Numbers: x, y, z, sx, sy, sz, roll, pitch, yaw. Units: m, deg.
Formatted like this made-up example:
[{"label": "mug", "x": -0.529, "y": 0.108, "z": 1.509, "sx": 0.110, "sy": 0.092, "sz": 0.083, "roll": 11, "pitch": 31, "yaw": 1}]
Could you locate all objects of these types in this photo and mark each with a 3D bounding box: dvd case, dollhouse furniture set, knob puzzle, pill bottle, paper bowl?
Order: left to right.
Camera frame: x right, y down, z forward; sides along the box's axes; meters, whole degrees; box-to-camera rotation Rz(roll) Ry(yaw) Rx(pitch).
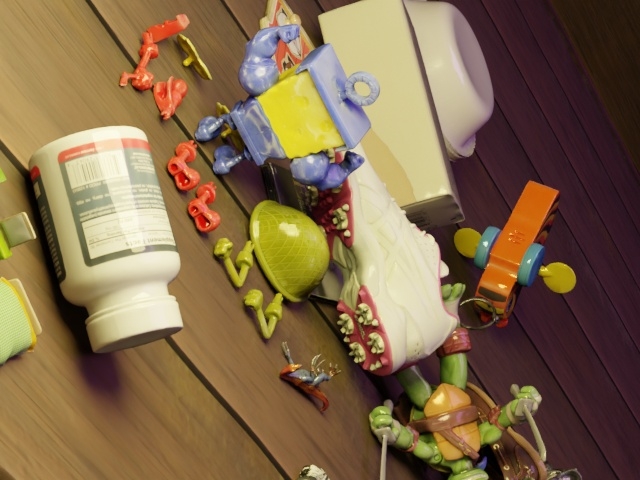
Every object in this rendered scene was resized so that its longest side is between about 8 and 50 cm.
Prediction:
[{"label": "dollhouse furniture set", "x": -0.252, "y": 0.020, "z": 1.186, "sx": 0.151, "sy": 0.058, "sz": 0.076, "roll": 67, "pitch": 22, "yaw": -6}, {"label": "pill bottle", "x": -0.181, "y": 0.001, "z": 1.309, "sx": 0.108, "sy": 0.108, "sz": 0.180, "roll": 6, "pitch": 66, "yaw": -67}, {"label": "knob puzzle", "x": -0.022, "y": -0.225, "z": 2.010, "sx": 0.213, "sy": 0.030, "sz": 0.213, "roll": 51, "pitch": 28, "yaw": -41}, {"label": "dvd case", "x": 0.000, "y": 0.000, "z": 1.880, "sx": 0.221, "sy": 0.018, "sz": 0.164, "roll": 19, "pitch": 54, "yaw": -64}, {"label": "paper bowl", "x": 0.172, "y": -0.258, "z": 2.357, "sx": 0.284, "sy": 0.148, "sz": 0.284, "roll": 52, "pitch": 27, "yaw": -41}]

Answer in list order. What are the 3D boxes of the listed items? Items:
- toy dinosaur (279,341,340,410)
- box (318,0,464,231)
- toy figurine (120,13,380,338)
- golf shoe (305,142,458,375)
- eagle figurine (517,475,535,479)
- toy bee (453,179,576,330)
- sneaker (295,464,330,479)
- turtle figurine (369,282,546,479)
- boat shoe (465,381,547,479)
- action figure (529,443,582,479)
[{"label": "toy dinosaur", "x": -0.014, "y": 0.155, "z": 1.681, "sx": 0.082, "sy": 0.047, "sz": 0.090, "roll": -13, "pitch": 94, "yaw": -51}, {"label": "box", "x": 0.100, "y": -0.172, "z": 2.102, "sx": 0.148, "sy": 0.121, "sz": 0.311, "roll": 49, "pitch": 27, "yaw": -69}, {"label": "toy figurine", "x": -0.025, "y": -0.100, "z": 1.626, "sx": 0.362, "sy": 0.217, "sz": 0.191, "roll": 62, "pitch": 23, "yaw": -16}, {"label": "golf shoe", "x": 0.074, "y": 0.004, "z": 1.820, "sx": 0.140, "sy": 0.115, "sz": 0.306, "roll": -15, "pitch": 91, "yaw": -26}, {"label": "eagle figurine", "x": 0.250, "y": 0.410, "z": 1.837, "sx": 0.298, "sy": 0.225, "sz": 0.226, "roll": 17, "pitch": 56, "yaw": -64}, {"label": "toy bee", "x": 0.282, "y": 0.052, "z": 2.380, "sx": 0.195, "sy": 0.298, "sz": 0.162, "roll": 43, "pitch": -24, "yaw": 28}, {"label": "sneaker", "x": -0.014, "y": 0.258, "z": 1.608, "sx": 0.037, "sy": 0.032, "sz": 0.083, "roll": 63, "pitch": 13, "yaw": 21}, {"label": "turtle figurine", "x": 0.161, "y": 0.187, "z": 1.863, "sx": 0.275, "sy": 0.198, "sz": 0.266, "roll": 20, "pitch": 49, "yaw": -68}, {"label": "boat shoe", "x": 0.217, "y": 0.265, "z": 2.031, "sx": 0.207, "sy": 0.073, "sz": 0.073, "roll": 44, "pitch": -40, "yaw": 44}, {"label": "action figure", "x": 0.301, "y": 0.371, "z": 2.134, "sx": 0.164, "sy": 0.141, "sz": 0.276, "roll": 61, "pitch": -5, "yaw": -2}]
